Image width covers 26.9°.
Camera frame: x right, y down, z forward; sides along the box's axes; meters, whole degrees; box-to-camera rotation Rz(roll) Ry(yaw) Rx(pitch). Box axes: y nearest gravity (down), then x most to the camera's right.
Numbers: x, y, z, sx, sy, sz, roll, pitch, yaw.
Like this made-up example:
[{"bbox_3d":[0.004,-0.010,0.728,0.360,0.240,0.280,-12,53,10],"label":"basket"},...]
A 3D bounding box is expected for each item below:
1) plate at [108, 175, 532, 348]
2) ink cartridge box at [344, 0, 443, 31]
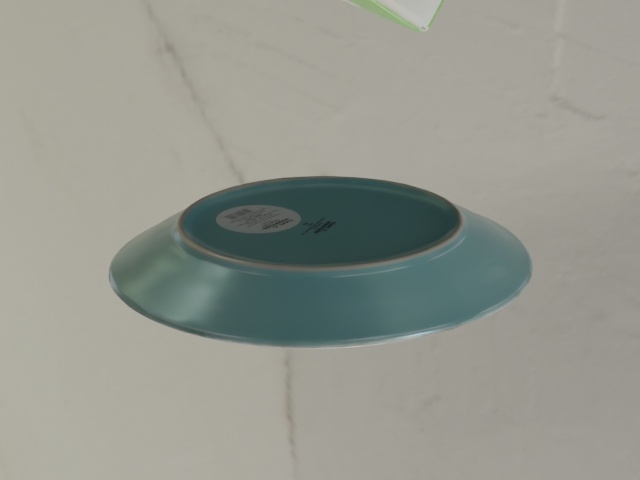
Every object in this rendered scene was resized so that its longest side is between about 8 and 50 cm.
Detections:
[{"bbox_3d":[0.000,0.000,0.594,0.188,0.188,0.024,20,-61,44],"label":"plate"},{"bbox_3d":[-0.003,-0.284,0.912,0.273,0.114,0.198,32,-84,43],"label":"ink cartridge box"}]
